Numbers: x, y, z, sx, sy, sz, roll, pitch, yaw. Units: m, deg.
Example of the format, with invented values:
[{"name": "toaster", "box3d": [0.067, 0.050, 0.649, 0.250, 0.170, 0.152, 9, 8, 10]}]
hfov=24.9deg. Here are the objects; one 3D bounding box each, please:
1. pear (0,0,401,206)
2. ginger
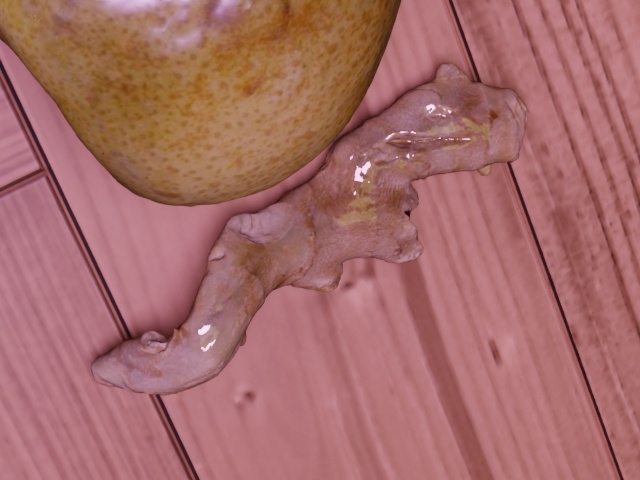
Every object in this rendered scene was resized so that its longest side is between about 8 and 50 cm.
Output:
[{"name": "pear", "box3d": [-0.057, -0.141, 0.683, 0.211, 0.188, 0.228, -42, 113, 0]}, {"name": "ginger", "box3d": [0.000, 0.000, 0.807, 0.288, 0.075, 0.089, -40, 117, -14]}]
